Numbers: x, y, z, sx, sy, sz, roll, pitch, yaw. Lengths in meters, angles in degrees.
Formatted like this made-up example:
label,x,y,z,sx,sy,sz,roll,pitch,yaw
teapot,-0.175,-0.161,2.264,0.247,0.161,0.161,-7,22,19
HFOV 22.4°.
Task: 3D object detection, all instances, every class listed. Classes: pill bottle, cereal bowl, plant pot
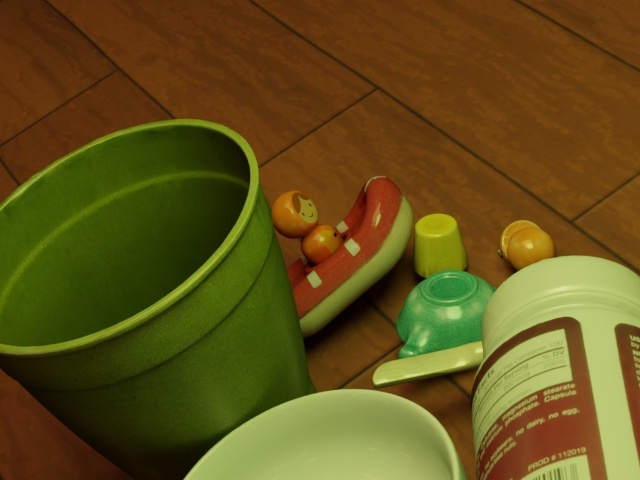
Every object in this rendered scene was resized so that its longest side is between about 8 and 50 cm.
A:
label,x,y,z,sx,sy,sz,roll,pitch,yaw
pill bottle,0.259,0.209,1.560,0.224,0.224,0.392,-17,37,15
cereal bowl,0.006,0.321,1.654,0.339,0.141,0.339,-18,37,14
plant pot,-0.170,0.114,1.840,0.366,0.353,0.366,-18,36,14

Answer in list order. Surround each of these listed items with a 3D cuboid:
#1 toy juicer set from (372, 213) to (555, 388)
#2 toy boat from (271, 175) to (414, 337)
label,x,y,z,sx,sy,sz,roll,pitch,yaw
toy juicer set,0.190,0.088,1.882,0.209,0.089,0.329,0,34,14
toy boat,0.000,0.000,1.999,0.231,0.151,0.151,-41,12,3
